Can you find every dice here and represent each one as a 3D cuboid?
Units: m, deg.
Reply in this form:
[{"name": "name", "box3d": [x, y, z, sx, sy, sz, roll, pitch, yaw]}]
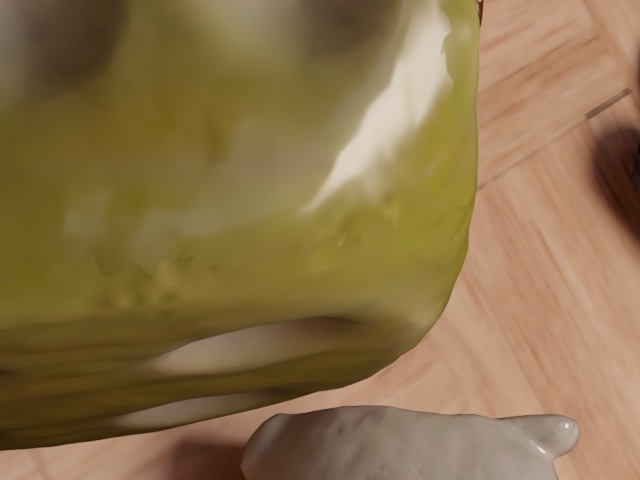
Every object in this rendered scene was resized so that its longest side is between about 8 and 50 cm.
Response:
[{"name": "dice", "box3d": [-0.093, -0.060, 0.449, 0.238, 0.233, 0.227, -8, 76, -9]}]

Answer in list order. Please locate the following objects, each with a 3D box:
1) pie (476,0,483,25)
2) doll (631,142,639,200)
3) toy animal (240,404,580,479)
[{"name": "pie", "box3d": [0.058, -0.191, 0.741, 0.088, 0.033, 0.191, 21, 69, -13]}, {"name": "doll", "box3d": [0.326, 0.007, 0.784, 0.340, 0.158, 0.246, 42, 47, -14]}, {"name": "toy animal", "box3d": [0.045, 0.203, 0.569, 0.138, 0.140, 0.283, -2, 75, -24]}]
